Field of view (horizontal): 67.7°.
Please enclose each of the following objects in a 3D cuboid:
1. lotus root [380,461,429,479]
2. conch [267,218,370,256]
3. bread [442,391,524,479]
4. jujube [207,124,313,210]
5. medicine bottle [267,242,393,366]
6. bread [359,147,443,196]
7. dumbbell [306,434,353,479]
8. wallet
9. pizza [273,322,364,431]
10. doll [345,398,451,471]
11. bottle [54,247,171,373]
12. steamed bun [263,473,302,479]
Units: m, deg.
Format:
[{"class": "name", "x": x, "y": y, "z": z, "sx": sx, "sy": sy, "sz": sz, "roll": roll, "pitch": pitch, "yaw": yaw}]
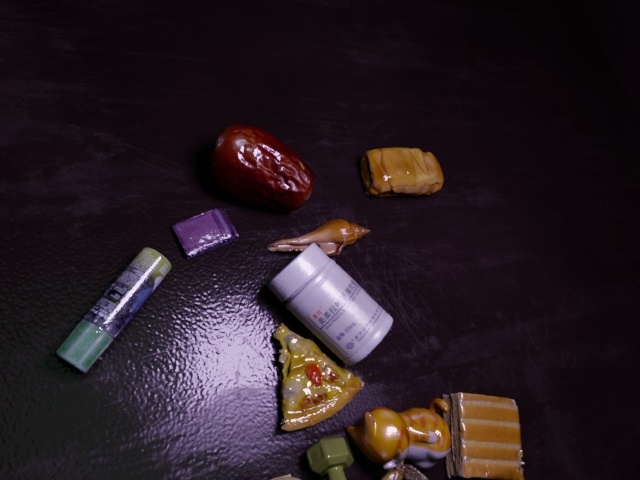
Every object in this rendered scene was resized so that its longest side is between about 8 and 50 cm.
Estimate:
[{"class": "lotus root", "x": 0.187, "y": 0.699, "z": 1.177, "sx": 0.160, "sy": 0.152, "sz": 0.274, "roll": 18, "pitch": 96, "yaw": -47}, {"class": "conch", "x": -0.001, "y": 0.000, "z": 1.495, "sx": 0.331, "sy": 0.093, "sz": 0.109, "roll": -12, "pitch": 90, "yaw": -7}, {"class": "bread", "x": 0.489, "y": 0.588, "z": 1.424, "sx": 0.246, "sy": 0.111, "sz": 0.239, "roll": 12, "pitch": 66, "yaw": -21}, {"class": "jujube", "x": -0.178, "y": -0.208, "z": 1.426, "sx": 0.318, "sy": 0.223, "sz": 0.223, "roll": 25, "pitch": 59, "yaw": -24}, {"class": "medicine bottle", "x": 0.025, "y": 0.176, "z": 1.357, "sx": 0.332, "sy": 0.190, "sz": 0.190, "roll": 44, "pitch": 58, "yaw": 0}, {"class": "bread", "x": 0.290, "y": -0.238, "z": 1.696, "sx": 0.295, "sy": 0.132, "sz": 0.166, "roll": -4, "pitch": 63, "yaw": -23}, {"class": "dumbbell", "x": 0.056, "y": 0.628, "z": 1.150, "sx": 0.108, "sy": 0.121, "sz": 0.301, "roll": 30, "pitch": 23, "yaw": -38}, {"class": "wallet", "x": -0.334, "y": -0.025, "z": 1.382, "sx": 0.166, "sy": 0.030, "sz": 0.111, "roll": -25, "pitch": 80, "yaw": -30}, {"class": "pizza", "x": -0.047, "y": 0.359, "z": 1.311, "sx": 0.280, "sy": 0.075, "sz": 0.287, "roll": -29, "pitch": 82, "yaw": -32}, {"class": "doll", "x": 0.226, "y": 0.535, "z": 1.303, "sx": 0.270, "sy": 0.166, "sz": 0.162, "roll": 6, "pitch": 40, "yaw": -26}, {"class": "bottle", "x": -0.506, "y": 0.166, "z": 1.183, "sx": 0.093, "sy": 0.093, "sz": 0.330, "roll": 35, "pitch": 58, "yaw": -6}, {"class": "steamed bun", "x": -0.108, "y": 0.692, "z": 1.084, "sx": 0.232, "sy": 0.166, "sz": 0.272, "roll": 1, "pitch": 68, "yaw": -46}]
